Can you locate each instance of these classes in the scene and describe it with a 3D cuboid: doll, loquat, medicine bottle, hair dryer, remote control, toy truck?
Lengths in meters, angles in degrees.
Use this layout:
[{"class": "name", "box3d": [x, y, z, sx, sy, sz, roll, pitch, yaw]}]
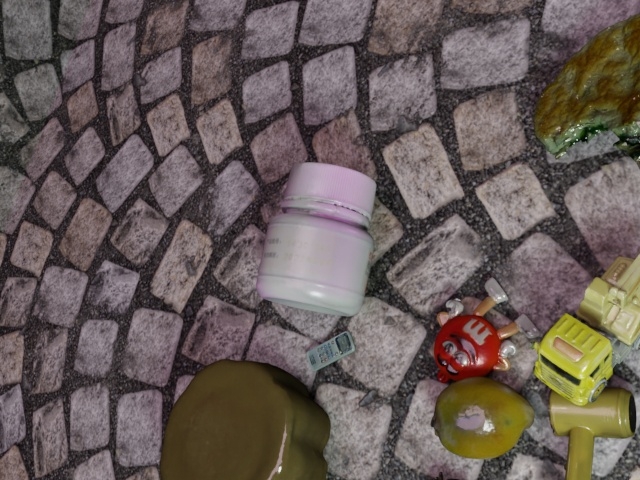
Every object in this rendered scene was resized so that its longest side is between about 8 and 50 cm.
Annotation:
[{"class": "doll", "box3d": [0.304, 0.193, 1.463, 0.217, 0.085, 0.183, -41, 58, 6]}, {"class": "loquat", "box3d": [0.303, 0.332, 1.383, 0.195, 0.152, 0.152, -13, 68, 16]}, {"class": "medicine bottle", "box3d": [0.000, 0.000, 1.626, 0.241, 0.241, 0.302, 5, 79, 35]}, {"class": "hair dryer", "box3d": [0.454, 0.376, 1.249, 0.135, 0.090, 0.278, -4, 48, 32]}, {"class": "remote control", "box3d": [0.023, 0.252, 1.672, 0.124, 0.018, 0.053, -30, 62, 23]}, {"class": "toy truck", "box3d": [0.488, 0.139, 1.266, 0.272, 0.157, 0.124, -42, 52, -15]}]

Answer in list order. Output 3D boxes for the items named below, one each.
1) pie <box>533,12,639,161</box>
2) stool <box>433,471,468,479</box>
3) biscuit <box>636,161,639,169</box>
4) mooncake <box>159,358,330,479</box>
[{"class": "pie", "box3d": [0.548, -0.284, 1.361, 0.296, 0.078, 0.371, -66, 24, -4]}, {"class": "stool", "box3d": [0.257, 0.539, 1.366, 0.125, 0.121, 0.217, -25, 68, 27]}, {"class": "biscuit", "box3d": [0.719, -0.205, 1.291, 0.332, 0.103, 0.332, -10, 71, 31]}, {"class": "mooncake", "box3d": [-0.157, 0.452, 1.601, 0.378, 0.201, 0.378, -18, 59, 32]}]
